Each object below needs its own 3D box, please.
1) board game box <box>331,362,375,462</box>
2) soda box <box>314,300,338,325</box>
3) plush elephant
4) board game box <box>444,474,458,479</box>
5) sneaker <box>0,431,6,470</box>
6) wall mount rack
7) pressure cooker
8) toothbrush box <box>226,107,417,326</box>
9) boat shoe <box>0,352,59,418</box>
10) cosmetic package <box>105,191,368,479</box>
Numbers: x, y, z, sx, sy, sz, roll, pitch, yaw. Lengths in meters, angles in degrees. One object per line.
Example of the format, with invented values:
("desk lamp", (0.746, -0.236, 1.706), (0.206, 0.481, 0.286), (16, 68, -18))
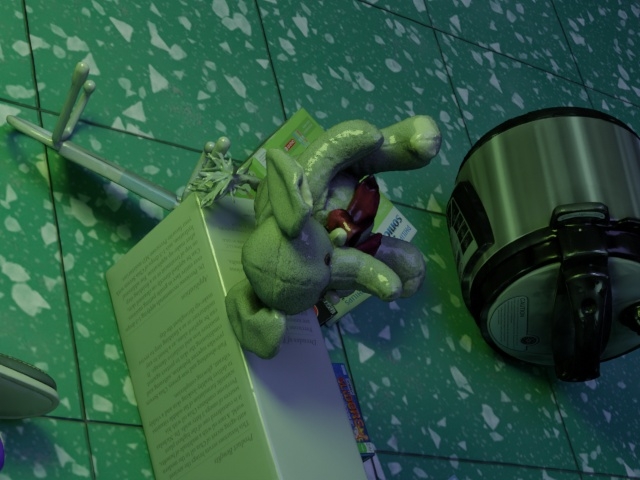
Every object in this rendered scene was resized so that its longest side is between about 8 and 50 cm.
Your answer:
("board game box", (-0.022, 0.270, 1.885), (0.035, 0.201, 0.136), (6, 56, -43))
("soda box", (-0.048, 0.129, 2.093), (0.053, 0.060, 0.169), (54, 38, 6))
("plush elephant", (0.000, 0.000, 1.717), (0.330, 0.271, 0.255), (7, 34, -8))
("board game box", (0.211, 0.445, 2.125), (0.103, 0.026, 0.154), (-19, 74, -51))
("sneaker", (-0.456, 0.190, 1.510), (0.293, 0.102, 0.146), (52, 7, -29))
("wall mount rack", (-0.253, -0.134, 1.911), (0.350, 0.130, 0.304), (27, 2, -8))
("pressure cooker", (0.429, 0.022, 2.416), (0.370, 0.375, 0.420), (26, 43, -34))
("toothbrush box", (-0.008, -0.040, 2.224), (0.283, 0.122, 0.206), (45, 37, -6))
("boat shoe", (-0.451, 0.123, 1.637), (0.319, 0.116, 0.099), (21, 47, -26))
("cosmetic package", (-0.114, 0.188, 1.836), (0.161, 0.230, 0.453), (8, 55, -42))
